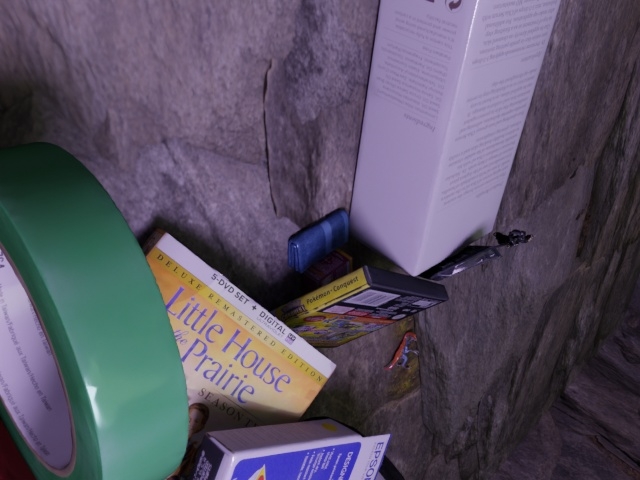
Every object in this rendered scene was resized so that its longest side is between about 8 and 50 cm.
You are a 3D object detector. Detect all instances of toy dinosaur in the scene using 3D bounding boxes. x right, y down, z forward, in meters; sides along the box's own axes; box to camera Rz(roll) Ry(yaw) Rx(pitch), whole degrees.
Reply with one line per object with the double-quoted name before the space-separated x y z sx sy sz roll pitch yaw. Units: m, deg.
"toy dinosaur" 0.190 0.249 1.491 0.090 0.047 0.082 -13 110 -32

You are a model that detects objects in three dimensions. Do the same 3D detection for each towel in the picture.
"towel" 0.000 0.000 1.057 0.119 0.029 0.067 -31 138 -32

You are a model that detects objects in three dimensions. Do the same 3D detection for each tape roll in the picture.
"tape roll" -0.235 0.079 0.574 0.077 0.321 0.321 -22 133 -40

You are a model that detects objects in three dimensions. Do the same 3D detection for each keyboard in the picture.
"keyboard" 0.268 0.021 1.203 0.201 0.033 0.317 -21 180 0

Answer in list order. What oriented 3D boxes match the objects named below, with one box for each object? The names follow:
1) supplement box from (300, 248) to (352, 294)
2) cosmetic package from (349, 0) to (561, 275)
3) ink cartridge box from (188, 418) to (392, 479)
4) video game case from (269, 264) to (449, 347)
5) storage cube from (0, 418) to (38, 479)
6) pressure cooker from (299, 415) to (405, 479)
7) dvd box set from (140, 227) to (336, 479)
"supplement box" 0.011 0.058 1.107 0.083 0.043 0.055 -34 140 -31
"cosmetic package" 0.197 -0.197 1.017 0.230 0.161 0.453 -25 135 -38
"ink cartridge box" -0.066 0.384 0.864 0.307 0.072 0.304 12 100 -50
"video game case" 0.046 0.118 1.084 0.248 0.035 0.275 -28 157 27
"storage cube" -0.405 0.233 0.610 0.184 0.193 0.215 -50 145 -8
"pressure cooker" -0.058 0.572 1.166 0.420 0.370 0.375 -30 164 -32
"dvd box set" -0.211 0.241 0.818 0.307 0.062 0.420 42 78 -24
